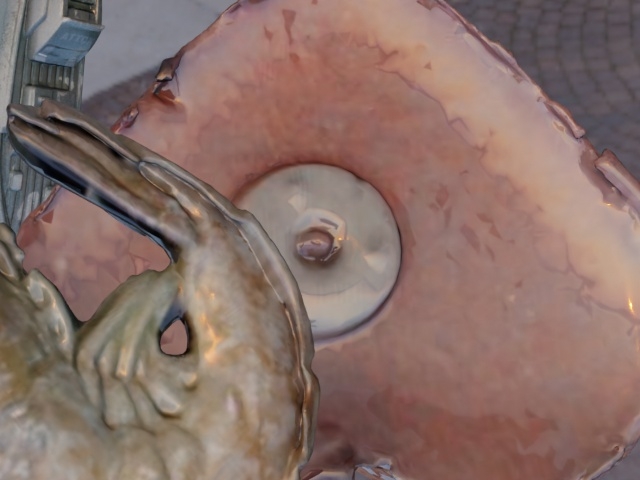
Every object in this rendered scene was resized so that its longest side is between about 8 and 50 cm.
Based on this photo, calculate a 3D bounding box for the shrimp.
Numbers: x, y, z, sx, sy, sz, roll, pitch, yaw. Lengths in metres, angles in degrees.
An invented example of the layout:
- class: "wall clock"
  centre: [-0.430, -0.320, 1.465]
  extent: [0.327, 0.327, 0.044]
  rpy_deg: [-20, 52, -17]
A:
- class: "shrimp"
  centre: [-0.086, 0.006, 0.378]
  extent: [0.223, 0.126, 0.047]
  rpy_deg: [52, 161, -5]

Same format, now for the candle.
- class: "candle"
  centre: [0.000, 0.000, 0.639]
  extent: [0.316, 0.287, 0.131]
  rpy_deg: [-3, 171, -9]

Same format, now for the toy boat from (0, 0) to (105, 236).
- class: "toy boat"
  centre: [-0.208, -0.110, 0.953]
  extent: [0.085, 0.261, 0.078]
  rpy_deg: [11, -175, 37]
